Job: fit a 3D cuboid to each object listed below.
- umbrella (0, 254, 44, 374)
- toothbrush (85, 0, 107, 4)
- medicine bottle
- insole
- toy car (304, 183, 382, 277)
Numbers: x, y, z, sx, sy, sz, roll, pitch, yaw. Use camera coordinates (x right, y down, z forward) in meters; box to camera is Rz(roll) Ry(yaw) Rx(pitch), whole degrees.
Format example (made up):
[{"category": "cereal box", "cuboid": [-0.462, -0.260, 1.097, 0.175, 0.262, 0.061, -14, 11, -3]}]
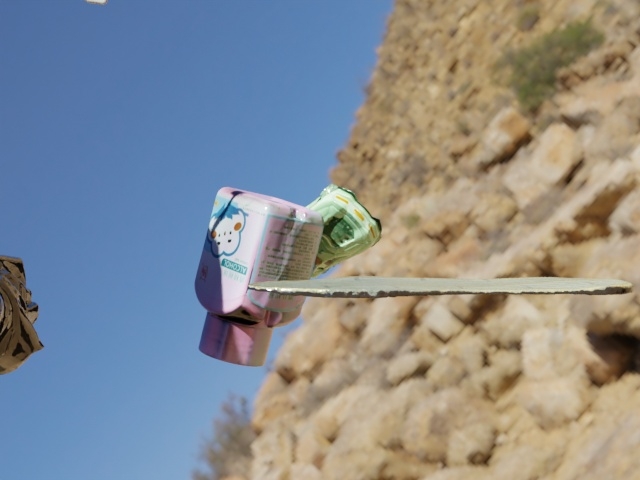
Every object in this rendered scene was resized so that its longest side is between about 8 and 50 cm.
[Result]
[{"category": "umbrella", "cuboid": [-0.253, 0.052, 0.872, 0.118, 0.118, 0.340, -47, 5, -10]}, {"category": "toothbrush", "cuboid": [-0.293, -0.248, 1.266, 0.017, 0.162, 0.014, -158, 73, -71]}, {"category": "medicine bottle", "cuboid": [-0.078, 0.044, 1.449, 0.094, 0.119, 0.188, 11, -84, -38]}, {"category": "insole", "cuboid": [0.108, 0.039, 1.132, 0.119, 0.348, 0.009, -145, 55, -81]}, {"category": "toy car", "cuboid": [0.000, 0.000, 1.508, 0.186, 0.093, 0.058, -30, 18, 52]}]
